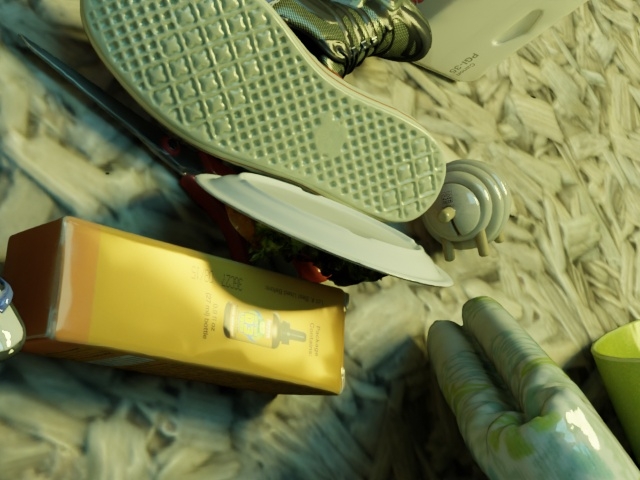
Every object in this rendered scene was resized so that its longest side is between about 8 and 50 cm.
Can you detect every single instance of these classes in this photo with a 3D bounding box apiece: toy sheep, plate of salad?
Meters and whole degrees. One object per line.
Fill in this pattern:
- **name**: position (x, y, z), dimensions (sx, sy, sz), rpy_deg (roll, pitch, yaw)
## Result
- **toy sheep**: position (0.131, -0.030, 1.038), dimensions (0.091, 0.091, 0.132), rpy_deg (57, 21, 0)
- **plate of salad**: position (0.000, 0.000, 0.819), dimensions (0.199, 0.048, 0.200), rpy_deg (22, 7, -3)

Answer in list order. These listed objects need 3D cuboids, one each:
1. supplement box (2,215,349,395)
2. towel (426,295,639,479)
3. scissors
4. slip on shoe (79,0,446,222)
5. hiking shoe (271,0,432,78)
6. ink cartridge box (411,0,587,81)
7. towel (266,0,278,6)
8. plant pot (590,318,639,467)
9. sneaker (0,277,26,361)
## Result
- **supplement box**: position (-0.089, 0.051, 0.754), dimensions (0.233, 0.080, 0.078), rpy_deg (16, 70, -37)
- **towel**: position (0.197, 0.208, 0.811), dimensions (0.320, 0.090, 0.374), rpy_deg (53, 4, -7)
- **scissors**: position (-0.100, -0.064, 0.877), dimensions (0.297, 0.021, 0.109), rpy_deg (47, 42, -11)
- **slip on shoe**: position (-0.046, -0.115, 0.896), dimensions (0.331, 0.123, 0.101), rpy_deg (28, 3, -31)
- **hiking shoe**: position (0.007, -0.175, 1.022), dimensions (0.226, 0.086, 0.114), rpy_deg (8, 70, -34)
- **ink cartridge box**: position (0.154, -0.339, 1.168), dimensions (0.117, 0.207, 0.283), rpy_deg (15, 55, -38)
- **towel**: position (-0.097, -0.357, 0.928), dimensions (0.336, 0.243, 0.040), rpy_deg (53, -4, 0)
- **plant pot**: position (0.424, 0.213, 1.069), dimensions (0.274, 0.274, 0.294), rpy_deg (-17, 94, -50)
- **sneaker**: position (-0.233, -0.018, 0.617), dimensions (0.182, 0.127, 0.316), rpy_deg (40, 60, -31)
